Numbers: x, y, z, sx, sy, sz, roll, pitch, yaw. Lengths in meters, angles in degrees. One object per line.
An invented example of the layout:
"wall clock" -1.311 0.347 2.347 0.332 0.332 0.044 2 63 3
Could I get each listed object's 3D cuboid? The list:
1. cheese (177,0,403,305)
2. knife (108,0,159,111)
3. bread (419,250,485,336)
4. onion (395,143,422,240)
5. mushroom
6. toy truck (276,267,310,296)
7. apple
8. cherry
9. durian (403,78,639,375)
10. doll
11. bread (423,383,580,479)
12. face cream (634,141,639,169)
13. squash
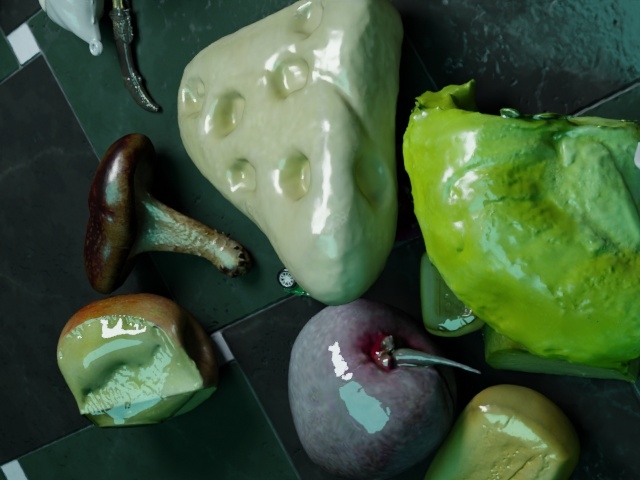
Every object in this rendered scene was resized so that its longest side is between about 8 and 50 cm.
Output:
"cheese" -0.051 -0.092 1.362 0.328 0.130 0.351 -7 76 43
"knife" -0.255 -0.272 1.539 0.045 0.021 0.222 -5 108 32
"bread" 0.158 0.060 1.379 0.082 0.056 0.115 -15 60 21
"onion" 0.089 -0.054 1.368 0.115 0.104 0.115 4 110 11
"mushroom" -0.189 -0.020 1.544 0.217 0.148 0.227 14 124 6
"toy truck" 0.000 0.000 1.460 0.079 0.065 0.147 19 114 19
"apple" -0.241 0.160 1.586 0.188 0.174 0.207 -24 122 6
"cherry" 0.058 0.178 1.414 0.266 0.183 0.213 -54 55 34
"durian" 0.228 -0.022 1.223 0.256 0.204 0.339 -11 80 20
"doll" -0.329 -0.338 1.530 0.102 0.075 0.227 -33 77 50
"bread" 0.214 0.266 1.407 0.147 0.098 0.217 36 124 11
"face cream" 0.482 -0.006 1.127 0.370 0.145 0.145 41 123 -4
"squash" 0.254 0.081 1.330 0.192 0.085 0.184 0 108 28
